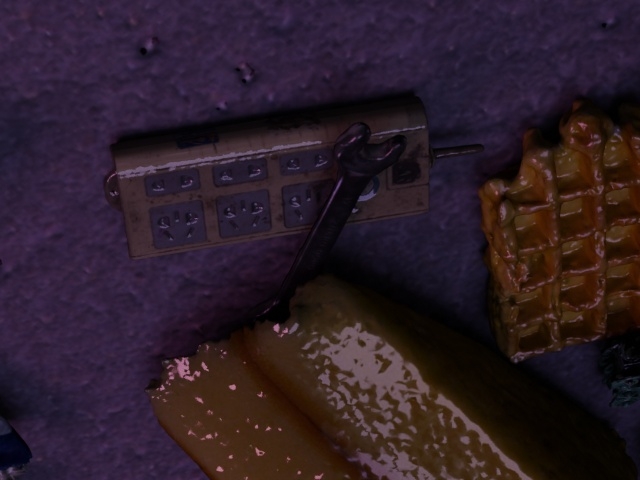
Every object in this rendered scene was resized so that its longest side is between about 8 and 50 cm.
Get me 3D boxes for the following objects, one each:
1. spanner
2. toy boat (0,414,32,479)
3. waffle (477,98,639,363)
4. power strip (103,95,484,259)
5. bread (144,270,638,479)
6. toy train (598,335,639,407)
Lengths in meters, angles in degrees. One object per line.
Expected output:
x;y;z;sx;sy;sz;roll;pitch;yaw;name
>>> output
0.000;0.000;1.075;0.054;0.015;0.254;-1;145;-22;spanner
-0.305;0.219;1.165;0.210;0.070;0.291;-25;119;3;toy boat
0.197;-0.014;1.133;0.161;0.055;0.210;-15;132;-3;waffle
-0.016;-0.046;1.066;0.268;0.034;0.092;-9;130;-7;power strip
0.060;0.153;1.219;0.233;0.245;0.361;-37;102;21;bread
0.258;0.100;1.214;0.071;0.038;0.148;-18;162;6;toy train
